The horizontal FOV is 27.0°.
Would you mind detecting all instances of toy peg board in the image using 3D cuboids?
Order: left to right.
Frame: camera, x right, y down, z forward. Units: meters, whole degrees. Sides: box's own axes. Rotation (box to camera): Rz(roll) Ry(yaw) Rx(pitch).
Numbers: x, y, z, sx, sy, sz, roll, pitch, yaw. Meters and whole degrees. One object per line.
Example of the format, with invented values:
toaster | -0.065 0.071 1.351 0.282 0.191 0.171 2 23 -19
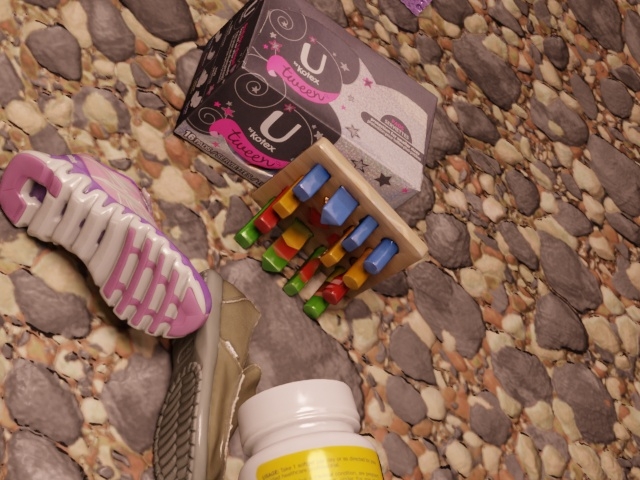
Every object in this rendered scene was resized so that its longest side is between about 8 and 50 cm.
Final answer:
toy peg board | 0.000 0.000 1.397 0.161 0.160 0.079 46 58 -7

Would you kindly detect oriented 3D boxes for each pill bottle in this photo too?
pill bottle | -0.001 0.225 1.066 0.119 0.119 0.209 9 56 -38

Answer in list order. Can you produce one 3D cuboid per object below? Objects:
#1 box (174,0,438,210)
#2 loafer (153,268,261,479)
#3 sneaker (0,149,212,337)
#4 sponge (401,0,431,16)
box | -0.010 -0.140 1.484 0.247 0.142 0.163 33 45 -20
loafer | -0.093 0.140 1.254 0.087 0.094 0.251 23 49 -23
sneaker | -0.185 -0.008 1.257 0.236 0.095 0.104 40 27 11
sponge | 0.084 -0.414 1.838 0.210 0.031 0.117 41 43 -11
